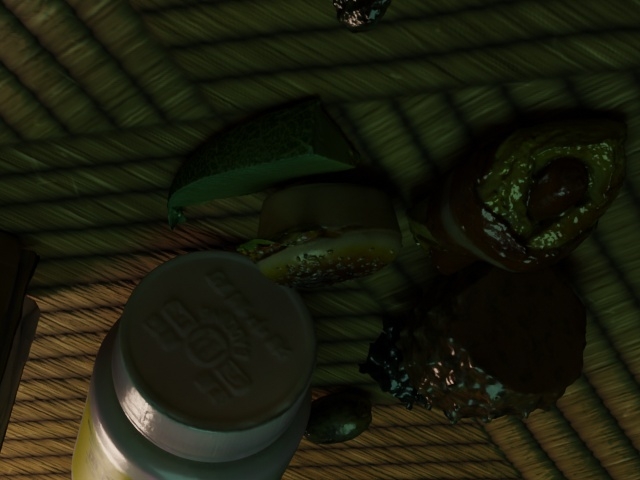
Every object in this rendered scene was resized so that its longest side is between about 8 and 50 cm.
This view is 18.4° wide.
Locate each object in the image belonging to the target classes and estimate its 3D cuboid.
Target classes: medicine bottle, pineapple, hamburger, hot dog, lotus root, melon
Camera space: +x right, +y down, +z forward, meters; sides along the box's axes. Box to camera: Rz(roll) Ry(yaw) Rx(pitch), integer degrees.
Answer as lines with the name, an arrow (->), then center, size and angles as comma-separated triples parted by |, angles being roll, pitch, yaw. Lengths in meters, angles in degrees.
medicine bottle -> -0.125, 0.171, 1.935 | 0.213, 0.213, 0.378 | 13, 151, -5
pineapple -> 0.121, 0.097, 1.819 | 0.158, 0.158, 0.279 | 22, 162, -21
hamburger -> 0.000, 0.000, 1.688 | 0.141, 0.081, 0.126 | 8, 162, -33
hot dog -> 0.156, -0.021, 1.614 | 0.123, 0.093, 0.261 | 21, 150, -18
lotus root -> 0.012, 0.189, 2.090 | 0.099, 0.054, 0.049 | -15, 122, 37
melon -> -0.059, -0.060, 1.688 | 0.114, 0.053, 0.262 | 6, 163, -37

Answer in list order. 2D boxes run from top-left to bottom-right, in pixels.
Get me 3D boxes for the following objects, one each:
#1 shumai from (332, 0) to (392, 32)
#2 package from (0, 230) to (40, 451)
shumai -> 0.025, -0.205, 1.321 | 0.087, 0.099, 0.123 | 29, 111, -4
package -> -0.375, 0.137, 1.852 | 0.221, 0.311, 0.165 | 21, 151, -17
